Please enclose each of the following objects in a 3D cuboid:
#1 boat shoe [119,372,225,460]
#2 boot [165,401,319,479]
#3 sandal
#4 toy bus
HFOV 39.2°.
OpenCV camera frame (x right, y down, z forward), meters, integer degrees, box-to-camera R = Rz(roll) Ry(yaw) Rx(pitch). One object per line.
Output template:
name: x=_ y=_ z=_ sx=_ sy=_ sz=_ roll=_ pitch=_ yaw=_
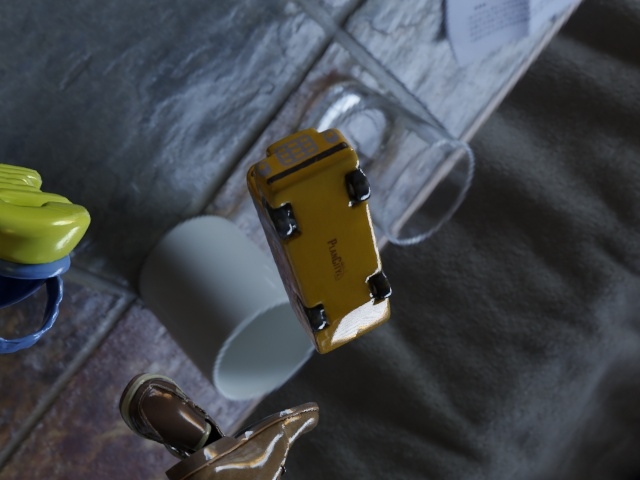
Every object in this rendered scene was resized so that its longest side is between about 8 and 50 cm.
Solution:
boat shoe: x=-0.208 y=0.276 z=1.366 sx=0.095 sy=0.095 sz=0.257 roll=-64 pitch=153 yaw=-19
boot: x=-0.093 y=0.335 z=1.357 sx=0.112 sy=0.115 sz=0.305 roll=-42 pitch=166 yaw=37
sandal: x=-0.307 y=0.003 z=0.820 sx=0.126 sy=0.317 sz=0.138 roll=4 pitch=103 yaw=-29
toy bus: x=0.000 y=0.000 z=1.050 sx=0.108 sy=0.130 sz=0.332 roll=-26 pitch=140 yaw=-8
